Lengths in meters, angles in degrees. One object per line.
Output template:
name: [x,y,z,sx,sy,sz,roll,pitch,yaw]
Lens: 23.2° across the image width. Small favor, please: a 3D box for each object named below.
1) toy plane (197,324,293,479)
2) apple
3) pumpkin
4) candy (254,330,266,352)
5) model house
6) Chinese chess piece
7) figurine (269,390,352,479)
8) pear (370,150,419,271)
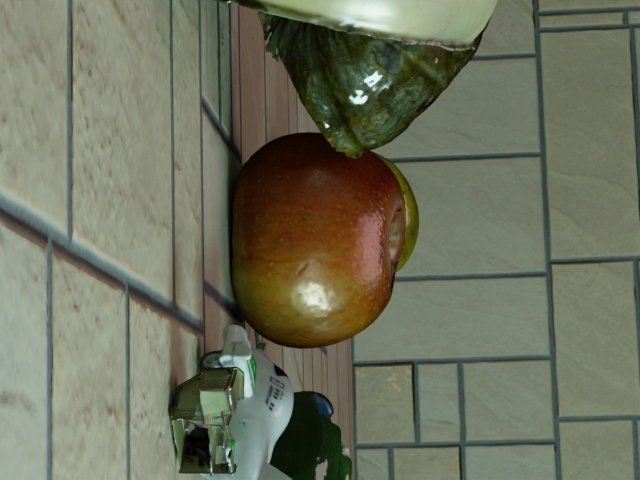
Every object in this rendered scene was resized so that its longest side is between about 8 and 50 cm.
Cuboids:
toy plane: [-0.062,0.156,1.318,0.174,0.080,0.174,-4,90,-87]
apple: [0.000,0.000,1.584,0.210,0.173,0.235,80,10,-59]
pumpkin: [0.045,-0.270,1.500,0.325,0.232,0.242,64,19,13]
candy: [-0.064,0.117,1.665,0.035,0.035,0.123,86,-4,-66]
model house: [-0.084,0.130,1.185,0.058,0.057,0.083,-74,160,-62]
Chinese chess piece: [0.016,-0.235,1.275,0.270,0.270,0.112,-74,176,-76]
figurine: [-0.015,0.296,1.692,0.185,0.127,0.234,-100,175,-60]
pear: [0.031,-0.024,1.986,0.200,0.200,0.200,-2,90,-86]
